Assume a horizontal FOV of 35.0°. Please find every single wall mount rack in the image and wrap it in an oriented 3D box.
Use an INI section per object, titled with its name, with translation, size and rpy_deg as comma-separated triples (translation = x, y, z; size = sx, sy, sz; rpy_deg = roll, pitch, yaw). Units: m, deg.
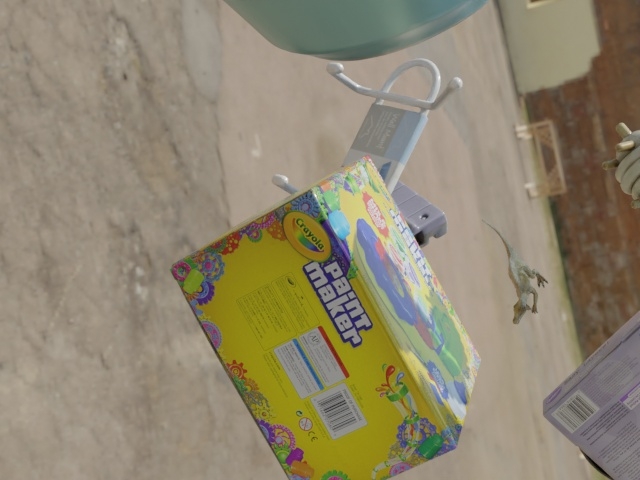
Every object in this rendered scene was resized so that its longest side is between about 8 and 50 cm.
[wall mount rack]
translation = 0.083, -0.134, 1.496
size = 0.130, 0.304, 0.350
rpy_deg = 30, 84, -42

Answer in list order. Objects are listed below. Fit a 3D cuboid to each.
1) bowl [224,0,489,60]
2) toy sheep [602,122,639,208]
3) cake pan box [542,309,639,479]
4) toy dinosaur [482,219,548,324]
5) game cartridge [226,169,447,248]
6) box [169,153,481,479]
[bowl]
translation = 0.034, -0.246, 0.745
size = 0.311, 0.311, 0.163
rpy_deg = -82, 150, -53
[toy sheep]
translation = 0.376, -0.084, 1.157
size = 0.132, 0.091, 0.091
rpy_deg = 63, 8, 23
[cake pan box]
translation = 0.486, 0.240, 1.437
size = 0.246, 0.267, 0.070
rpy_deg = 42, 17, 2
[toy dinosaur]
translation = 0.303, 0.048, 1.549
size = 0.092, 0.053, 0.183
rpy_deg = 37, 35, -48
[game cartridge]
translation = 0.000, 0.000, 1.667
size = 0.230, 0.355, 0.068
rpy_deg = 43, -25, 42
[box]
translation = 0.022, 0.086, 1.119
size = 0.290, 0.177, 0.279
rpy_deg = 61, 18, -4
